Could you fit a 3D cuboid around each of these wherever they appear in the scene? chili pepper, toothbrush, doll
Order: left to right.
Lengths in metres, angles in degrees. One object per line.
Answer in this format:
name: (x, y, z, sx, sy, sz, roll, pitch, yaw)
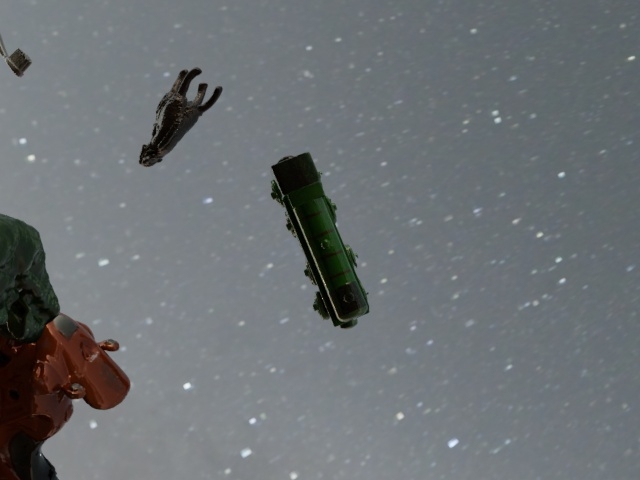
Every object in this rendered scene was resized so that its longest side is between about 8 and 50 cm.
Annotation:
toothbrush: (-0.402, -0.260, 1.484, 0.025, 0.020, 0.286, -46, -138, 1)
chili pepper: (-0.299, 0.030, 1.149, 0.083, 0.253, 0.099, 18, -104, 9)
doll: (-0.213, -0.175, 1.773, 0.057, 0.165, 0.139, 37, -7, -18)

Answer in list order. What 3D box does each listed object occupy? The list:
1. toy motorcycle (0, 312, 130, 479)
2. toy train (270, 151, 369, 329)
toy motorcycle: (-0.324, 0.202, 1.349, 0.221, 0.148, 0.325, 10, -69, 7)
toy train: (0.000, 0.000, 1.642, 0.085, 0.119, 0.251, -23, -93, -5)
